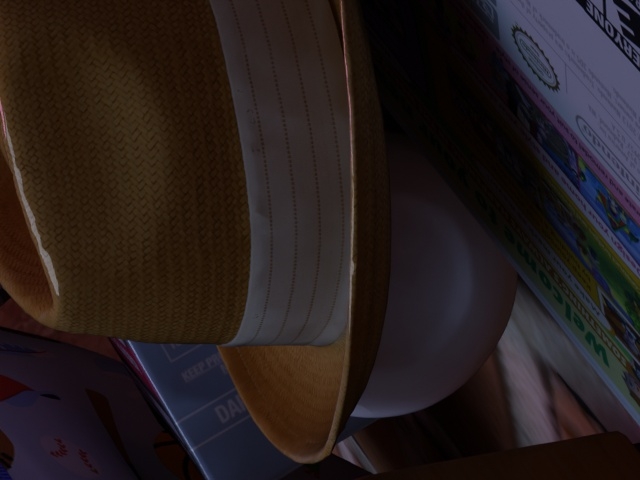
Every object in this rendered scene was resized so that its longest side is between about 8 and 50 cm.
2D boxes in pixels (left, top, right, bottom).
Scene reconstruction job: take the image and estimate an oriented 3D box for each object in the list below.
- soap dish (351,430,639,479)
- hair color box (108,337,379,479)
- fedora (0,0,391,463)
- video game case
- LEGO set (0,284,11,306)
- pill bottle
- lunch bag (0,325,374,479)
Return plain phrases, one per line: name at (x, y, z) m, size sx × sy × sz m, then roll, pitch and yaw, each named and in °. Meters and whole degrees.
soap dish at (0.100, 0.198, 0.629) m, size 0.229 × 0.118 × 0.291 m, roll 55°, pitch 170°, yaw 23°
hair color box at (-0.098, -0.093, 0.780) m, size 0.374 × 0.113 × 0.185 m, roll 62°, pitch 171°, yaw -10°
fedora at (-0.047, -0.033, 0.485) m, size 0.194 × 0.079 × 0.194 m, roll 170°, pitch 90°, yaw -72°
video game case at (0.032, -0.065, 0.447) m, size 0.212 × 0.023 × 0.193 m, roll 53°, pitch 169°, yaw 29°
LEGO set at (-0.229, -0.112, 1.042) m, size 0.255 × 0.192 × 0.331 m, roll 39°, pitch 160°, yaw 23°
pill bottle at (0.000, 0.000, 0.632) m, size 0.086 × 0.086 × 0.152 m, roll 62°, pitch 171°, yaw -16°
lunch bag at (-0.130, 0.173, 0.932) m, size 0.385 × 0.239 × 0.328 m, roll 12°, pitch 179°, yaw 38°
